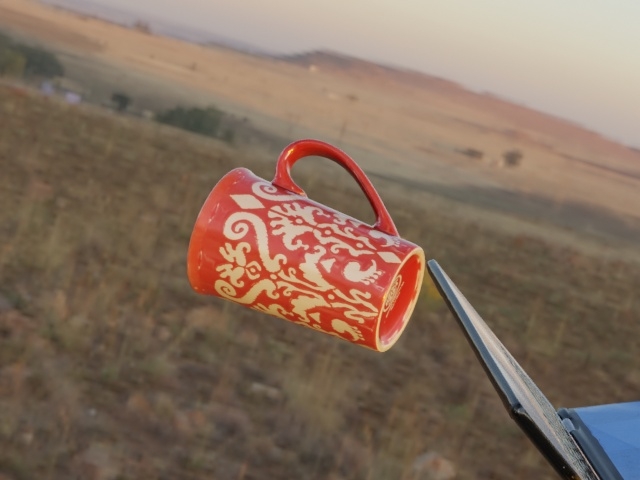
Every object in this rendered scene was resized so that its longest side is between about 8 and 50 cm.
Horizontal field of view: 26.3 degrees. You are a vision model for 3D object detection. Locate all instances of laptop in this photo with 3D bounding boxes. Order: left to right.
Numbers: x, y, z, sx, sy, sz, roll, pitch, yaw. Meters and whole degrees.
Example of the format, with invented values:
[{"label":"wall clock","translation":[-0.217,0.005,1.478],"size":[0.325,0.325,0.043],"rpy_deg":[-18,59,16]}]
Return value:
[{"label":"laptop","translation":[0.350,0.165,1.416],"size":[0.408,0.236,0.382],"rpy_deg":[50,6,-20]}]

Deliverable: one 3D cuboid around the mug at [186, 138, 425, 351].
[{"label":"mug","translation":[-0.005,0.003,1.117],"size":[0.169,0.150,0.113],"rpy_deg":[21,15,20]}]
